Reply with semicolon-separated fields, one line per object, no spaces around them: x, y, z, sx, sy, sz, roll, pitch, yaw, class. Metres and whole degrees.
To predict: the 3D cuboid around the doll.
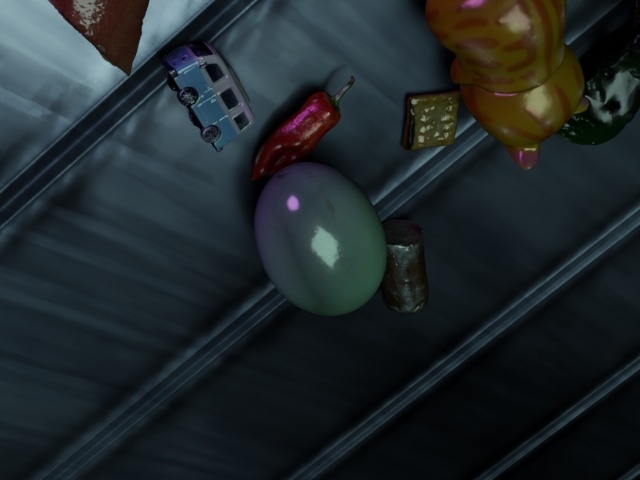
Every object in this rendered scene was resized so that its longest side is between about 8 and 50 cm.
0.240;-0.241;0.923;0.166;0.162;0.270;-39;137;-6;doll

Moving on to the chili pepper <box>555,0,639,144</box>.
0.433;-0.241;1.026;0.148;0.116;0.265;16;116;-34;chili pepper

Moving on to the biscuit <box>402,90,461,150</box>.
0.154;-0.166;1.025;0.081;0.018;0.083;-10;127;-16;biscuit

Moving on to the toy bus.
-0.131;-0.176;0.873;0.075;0.060;0.123;-33;131;-4;toy bus

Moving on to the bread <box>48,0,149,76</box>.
-0.229;-0.271;0.761;0.119;0.067;0.192;7;119;-27;bread

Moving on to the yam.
0.126;0.043;1.119;0.079;0.079;0.141;-17;125;-11;yam

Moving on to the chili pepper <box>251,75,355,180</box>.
-0.025;-0.140;0.948;0.191;0.050;0.059;-43;145;19;chili pepper

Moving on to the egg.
0.000;0.000;0.979;0.168;0.168;0.231;-27;128;-3;egg
